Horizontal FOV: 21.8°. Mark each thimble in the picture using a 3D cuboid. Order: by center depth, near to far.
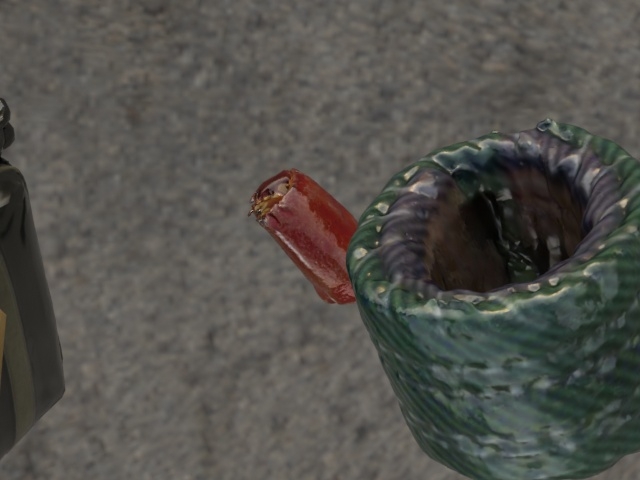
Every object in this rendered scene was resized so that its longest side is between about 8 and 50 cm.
[{"bbox_3d":[0.076,0.023,0.629,0.118,0.135,0.090,-16,120,6],"label":"thimble"}]

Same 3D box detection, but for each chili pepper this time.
[{"bbox_3d":[0.000,0.000,1.375,0.123,0.073,0.070,47,67,-23],"label":"chili pepper"}]

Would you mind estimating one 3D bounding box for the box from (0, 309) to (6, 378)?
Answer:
[{"bbox_3d":[-0.227,0.023,0.601,0.152,0.237,0.070,-3,67,11],"label":"box"}]

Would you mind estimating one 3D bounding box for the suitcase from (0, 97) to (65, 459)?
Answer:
[{"bbox_3d":[-0.349,0.110,1.166,0.194,0.434,0.283,23,139,23],"label":"suitcase"}]
